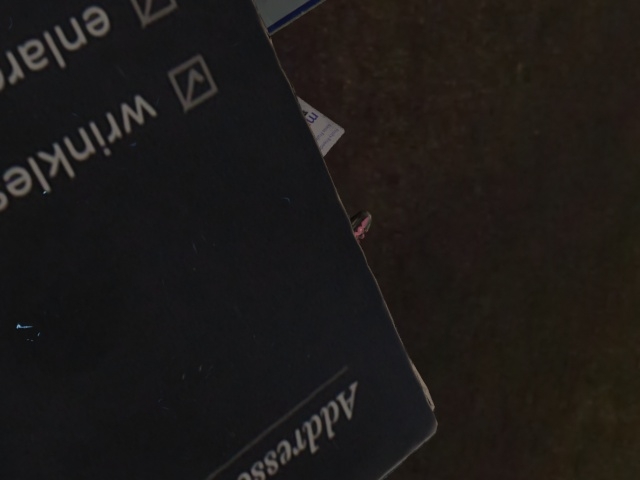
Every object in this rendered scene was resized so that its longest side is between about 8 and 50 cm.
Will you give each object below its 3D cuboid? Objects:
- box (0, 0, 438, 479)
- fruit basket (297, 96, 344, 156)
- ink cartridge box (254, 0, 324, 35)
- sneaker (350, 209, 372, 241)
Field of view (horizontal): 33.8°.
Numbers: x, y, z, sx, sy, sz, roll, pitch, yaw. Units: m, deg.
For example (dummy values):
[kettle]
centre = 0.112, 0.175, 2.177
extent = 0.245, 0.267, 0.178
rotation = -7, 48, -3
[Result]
[box]
centre = -0.284, -0.014, 0.333
extent = 0.480, 0.297, 0.471
rotation = -35, 113, -26
[fruit basket]
centre = -0.181, -0.195, 1.788
extent = 0.327, 0.353, 0.165
rotation = -50, 168, -30
[ink cartridge box]
centre = -0.058, -0.338, 0.836
extent = 0.071, 0.324, 0.330
rotation = -29, 95, -47
[sneaker]
centre = 0.000, 0.000, 1.132
extent = 0.119, 0.057, 0.047
rotation = -39, 168, 5
